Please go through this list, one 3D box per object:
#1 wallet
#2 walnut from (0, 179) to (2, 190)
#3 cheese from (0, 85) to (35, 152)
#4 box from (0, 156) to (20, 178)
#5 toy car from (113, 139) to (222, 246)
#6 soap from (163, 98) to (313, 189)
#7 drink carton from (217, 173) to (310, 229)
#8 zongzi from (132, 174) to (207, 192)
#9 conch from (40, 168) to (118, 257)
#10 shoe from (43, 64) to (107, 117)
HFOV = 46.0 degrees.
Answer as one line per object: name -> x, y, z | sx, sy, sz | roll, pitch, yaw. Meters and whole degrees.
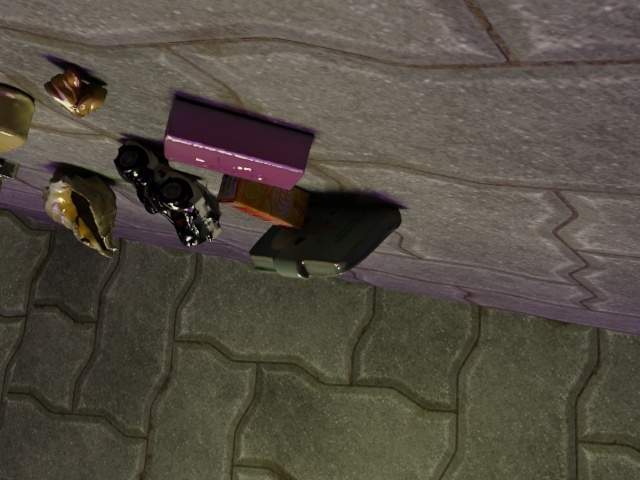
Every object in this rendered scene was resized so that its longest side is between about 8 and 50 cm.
wallet -> 0.000, 0.000, 1.816 | 0.360, 0.252, 0.083 | 3, 131, 48
walnut -> -0.993, -0.185, 1.974 | 0.277, 0.252, 0.313 | 28, -166, 14
cheese -> -0.753, -0.271, 1.582 | 0.384, 0.104, 0.384 | 13, 171, 2
box -> -0.839, -0.197, 1.705 | 0.270, 0.045, 0.211 | 20, 172, -36
toy car -> -0.353, -0.119, 1.718 | 0.301, 0.118, 0.193 | 38, 164, 28
soap -> -0.154, -0.170, 1.392 | 0.260, 0.081, 0.181 | 15, 171, -10
drink carton -> -0.130, -0.101, 1.765 | 0.071, 0.096, 0.223 | 5, 167, 45
zongzi -> -0.399, -0.156, 1.914 | 0.187, 0.084, 0.184 | 5, 160, 8
conch -> -0.710, -0.109, 2.304 | 0.324, 0.186, 0.263 | 38, 159, 4
shoe -> -0.417, -0.253, 1.299 | 0.109, 0.069, 0.072 | 39, -167, -46
